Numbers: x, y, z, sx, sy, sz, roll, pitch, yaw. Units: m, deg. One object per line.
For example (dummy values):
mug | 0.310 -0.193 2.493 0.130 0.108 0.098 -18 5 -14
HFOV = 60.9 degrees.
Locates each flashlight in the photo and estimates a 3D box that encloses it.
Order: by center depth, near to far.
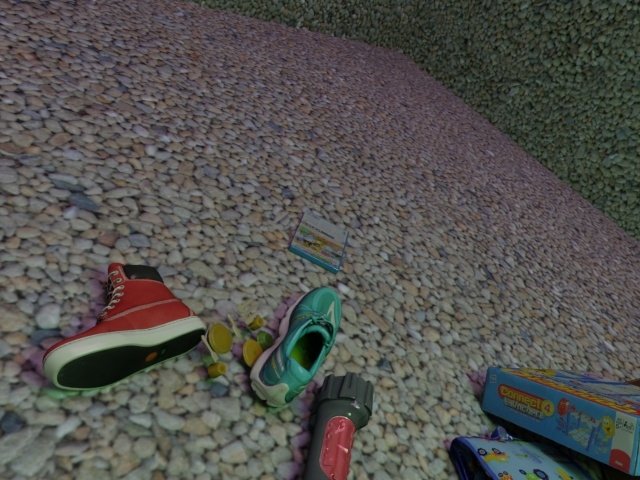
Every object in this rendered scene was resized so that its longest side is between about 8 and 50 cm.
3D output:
flashlight | 0.026 0.314 0.753 0.103 0.103 0.304 27 33 -4

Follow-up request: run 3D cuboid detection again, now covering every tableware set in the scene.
tableware set | -0.132 0.165 0.871 0.104 0.024 0.154 62 30 -6

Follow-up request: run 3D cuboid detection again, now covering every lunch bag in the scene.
lunch bag | 0.355 0.417 0.871 0.221 0.138 0.293 11 28 -23

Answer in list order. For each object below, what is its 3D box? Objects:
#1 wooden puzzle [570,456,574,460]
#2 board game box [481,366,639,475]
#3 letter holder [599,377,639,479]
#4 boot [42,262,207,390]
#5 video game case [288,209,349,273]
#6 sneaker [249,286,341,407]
wooden puzzle | 0.478 0.442 1.029 0.049 0.006 0.083 27 32 -5
board game box | 0.519 0.316 1.001 0.302 0.086 0.308 10 -1 -30
letter holder | 0.688 0.438 1.098 0.152 0.214 0.302 57 26 -18
boot | -0.307 0.108 0.786 0.176 0.088 0.244 44 27 22
video game case | 0.000 0.000 1.240 0.119 0.015 0.166 28 32 -5
sneaker | -0.012 0.164 0.909 0.107 0.110 0.275 43 33 -7
